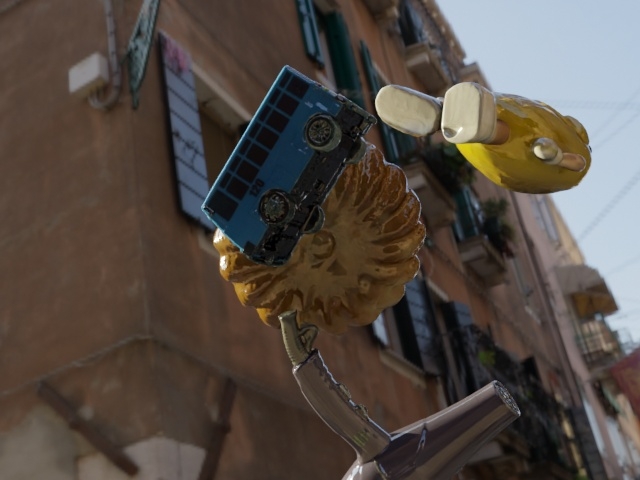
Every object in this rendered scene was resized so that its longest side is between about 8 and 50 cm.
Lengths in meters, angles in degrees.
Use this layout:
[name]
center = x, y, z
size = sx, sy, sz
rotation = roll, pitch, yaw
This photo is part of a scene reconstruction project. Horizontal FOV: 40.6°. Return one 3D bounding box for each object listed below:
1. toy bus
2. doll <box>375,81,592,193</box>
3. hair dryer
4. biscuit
[toy bus]
center = -0.036, -0.073, 0.879
size = 0.185, 0.106, 0.090
rotation = -58, -22, 8
[doll]
center = 0.289, -0.185, 1.474
size = 0.161, 0.348, 0.423
rotation = -68, -16, 12
[hair dryer]
center = 0.074, 0.228, 1.249
size = 0.301, 0.121, 0.361
rotation = -40, -80, 15
[biscuit]
center = 0.000, 0.000, 1.300
size = 0.325, 0.107, 0.326
rotation = -1, -71, -3
